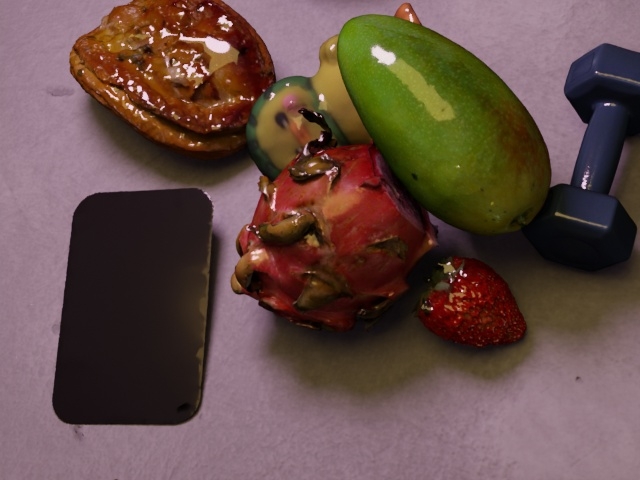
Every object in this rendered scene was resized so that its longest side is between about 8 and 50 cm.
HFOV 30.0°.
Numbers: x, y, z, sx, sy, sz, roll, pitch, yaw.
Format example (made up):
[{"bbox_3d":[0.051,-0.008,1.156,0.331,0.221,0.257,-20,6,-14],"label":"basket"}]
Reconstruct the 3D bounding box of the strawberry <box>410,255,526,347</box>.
[{"bbox_3d":[0.212,0.091,1.691,0.131,0.148,0.131,-39,32,31],"label":"strawberry"}]

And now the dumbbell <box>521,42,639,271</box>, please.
[{"bbox_3d":[0.402,-0.120,1.722,0.159,0.144,0.325,16,68,13],"label":"dumbbell"}]

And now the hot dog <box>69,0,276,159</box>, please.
[{"bbox_3d":[-0.249,-0.286,1.987,0.387,0.174,0.267,35,74,30],"label":"hot dog"}]

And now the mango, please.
[{"bbox_3d":[0.165,-0.168,1.652,0.382,0.225,0.201,48,119,9],"label":"mango"}]

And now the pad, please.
[{"bbox_3d":[-0.313,0.107,1.878,0.314,0.063,0.376,-1,72,15],"label":"pad"}]

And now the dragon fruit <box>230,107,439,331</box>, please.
[{"bbox_3d":[0.000,0.000,1.706,0.291,0.269,0.250,-32,34,20],"label":"dragon fruit"}]

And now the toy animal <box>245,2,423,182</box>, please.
[{"bbox_3d":[0.046,-0.202,1.850,0.338,0.191,0.216,-32,88,8],"label":"toy animal"}]
